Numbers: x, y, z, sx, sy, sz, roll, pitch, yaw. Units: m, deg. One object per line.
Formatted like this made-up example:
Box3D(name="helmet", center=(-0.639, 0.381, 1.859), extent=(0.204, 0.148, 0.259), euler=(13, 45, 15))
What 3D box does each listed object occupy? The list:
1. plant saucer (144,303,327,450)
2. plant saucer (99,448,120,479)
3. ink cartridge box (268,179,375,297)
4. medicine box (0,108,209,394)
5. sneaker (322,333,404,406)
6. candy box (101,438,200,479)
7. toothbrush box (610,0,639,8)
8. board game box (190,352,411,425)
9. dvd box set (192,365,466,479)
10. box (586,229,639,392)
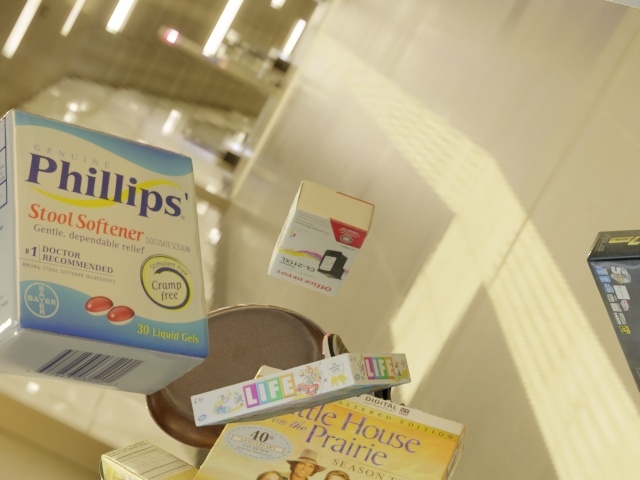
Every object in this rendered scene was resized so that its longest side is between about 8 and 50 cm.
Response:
Box3D(name="plant saucer", center=(-0.128, 0.210, 2.109), extent=(0.310, 0.311, 0.050), euler=(-58, 31, 28))
Box3D(name="plant saucer", center=(-0.329, 0.411, 2.289), extent=(0.021, 0.119, 0.119), euler=(-60, 8, 31))
Box3D(name="ink cartridge box", center=(0.000, 0.000, 2.185), extent=(0.175, 0.127, 0.072), euler=(114, 173, -45))
Box3D(name="medicine box", center=(-0.292, 0.020, 1.623), extent=(0.149, 0.263, 0.289), euler=(-33, 55, 42))
Box3D(name="sneaker", center=(0.066, 0.202, 1.931), extent=(0.075, 0.170, 0.063), euler=(-34, -16, 14))
Box3D(name="candy box", center=(-0.214, 0.438, 2.016), extent=(0.316, 0.087, 0.183), euler=(13, 114, 52))
Box3D(name="toothbrush box", center=(0.192, -0.254, 0.951), extent=(0.216, 0.295, 0.126), euler=(38, 115, 40))
Box3D(name="board game box", center=(-0.016, 0.124, 1.105), extent=(0.154, 0.026, 0.103), euler=(-18, -13, 27))
Box3D(name="dvd box set", center=(-0.019, 0.355, 1.693), extent=(0.420, 0.308, 0.062), euler=(-57, -23, -45))
Box3D(name="box", center=(0.442, 0.088, 1.584), extent=(0.183, 0.232, 0.059), euler=(-3, 39, 35))
